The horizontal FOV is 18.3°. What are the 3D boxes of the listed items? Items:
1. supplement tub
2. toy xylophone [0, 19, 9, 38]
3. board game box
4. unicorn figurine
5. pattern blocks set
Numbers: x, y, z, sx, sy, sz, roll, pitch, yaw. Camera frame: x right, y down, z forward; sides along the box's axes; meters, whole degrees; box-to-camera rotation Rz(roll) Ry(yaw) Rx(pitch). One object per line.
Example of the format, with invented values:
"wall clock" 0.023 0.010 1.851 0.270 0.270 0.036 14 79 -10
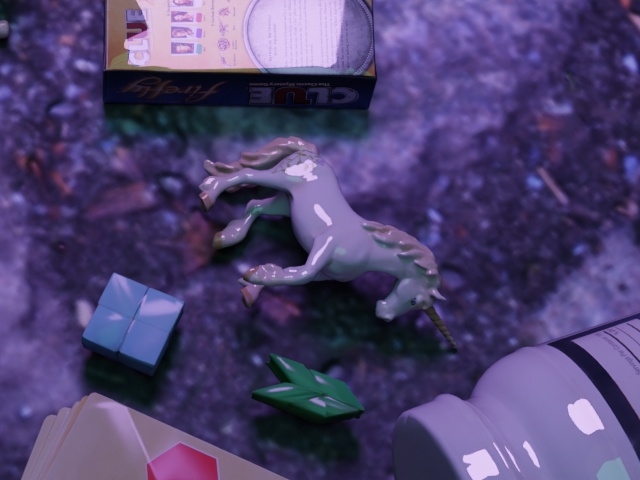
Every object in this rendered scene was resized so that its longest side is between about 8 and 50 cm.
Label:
"supplement tub" 0.194 0.127 1.034 0.272 0.191 0.191 -17 68 -13
"toy xylophone" -0.286 -0.230 1.207 0.323 0.081 0.236 -10 67 -10
"board game box" -0.053 -0.199 1.240 0.165 0.042 0.243 1 65 -6
"unicorn figurine" 0.000 0.000 1.144 0.111 0.060 0.162 -20 69 -14
"pattern blocks set" -0.105 0.186 1.064 0.285 0.026 0.325 31 66 9
